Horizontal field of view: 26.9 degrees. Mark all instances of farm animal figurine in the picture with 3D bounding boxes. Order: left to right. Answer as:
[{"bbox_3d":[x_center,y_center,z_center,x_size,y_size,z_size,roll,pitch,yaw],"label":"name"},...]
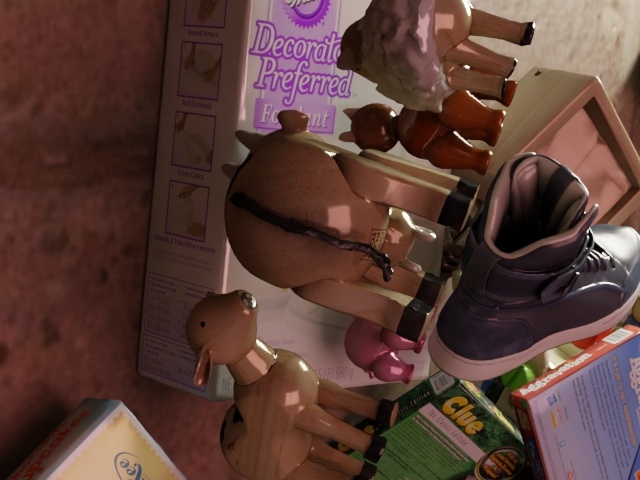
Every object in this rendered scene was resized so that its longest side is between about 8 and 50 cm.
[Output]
[{"bbox_3d":[0.000,0.000,0.875,0.327,0.172,0.330,72,38,-81],"label":"farm animal figurine"}]

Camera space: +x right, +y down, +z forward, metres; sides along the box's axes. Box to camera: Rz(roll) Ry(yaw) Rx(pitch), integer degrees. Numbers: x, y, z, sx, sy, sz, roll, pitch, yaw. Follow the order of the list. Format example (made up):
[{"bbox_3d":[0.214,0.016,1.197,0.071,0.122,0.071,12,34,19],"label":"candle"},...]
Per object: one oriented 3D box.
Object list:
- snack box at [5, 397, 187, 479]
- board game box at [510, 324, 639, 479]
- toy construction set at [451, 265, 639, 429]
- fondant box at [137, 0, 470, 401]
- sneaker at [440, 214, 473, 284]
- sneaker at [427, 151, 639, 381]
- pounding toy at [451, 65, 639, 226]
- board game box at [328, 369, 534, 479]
[{"bbox_3d":[-0.118,0.290,0.939,0.187,0.060,0.322,-47,112,-30],"label":"snack box"},{"bbox_3d":[0.271,0.234,1.247,0.145,0.027,0.281,-26,111,-22],"label":"board game box"},{"bbox_3d":[0.260,0.079,1.303,0.327,0.151,0.215,6,119,-38],"label":"toy construction set"},{"bbox_3d":[-0.008,-0.051,1.048,0.238,0.096,0.330,0,98,-44],"label":"fondant box"},{"bbox_3d":[0.103,-0.002,1.185,0.066,0.071,0.188,32,76,-44],"label":"sneaker"},{"bbox_3d":[0.187,0.000,1.000,0.226,0.086,0.163,-26,143,-36],"label":"sneaker"},{"bbox_3d":[0.175,-0.011,1.142,0.206,0.094,0.181,-43,120,-15],"label":"pounding toy"},{"bbox_3d":[0.132,0.217,1.239,0.136,0.030,0.260,-33,132,14],"label":"board game box"}]
